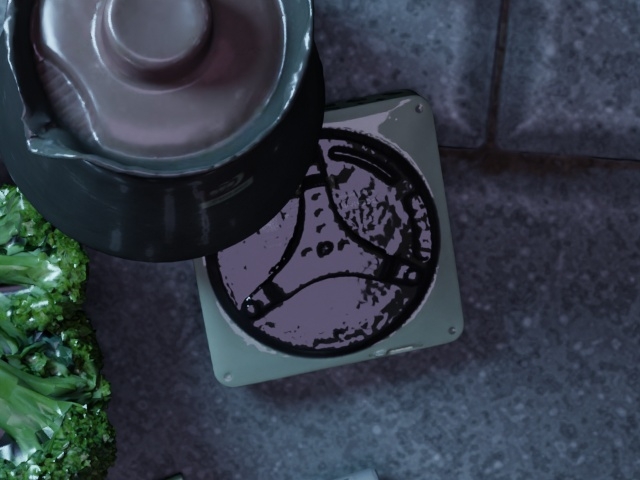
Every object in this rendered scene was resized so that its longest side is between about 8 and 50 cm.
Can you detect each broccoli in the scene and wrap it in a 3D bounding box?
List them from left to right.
[{"bbox_3d":[-0.349,0.158,1.523,0.413,0.310,0.321,-44,93,-10],"label":"broccoli"}]

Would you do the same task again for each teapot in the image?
[{"bbox_3d":[-0.108,-0.167,1.408,0.376,0.362,0.305,-43,91,-8],"label":"teapot"}]

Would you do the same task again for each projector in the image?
[{"bbox_3d":[0.000,0.000,1.646,0.257,0.079,0.259,-12,105,-6],"label":"projector"}]

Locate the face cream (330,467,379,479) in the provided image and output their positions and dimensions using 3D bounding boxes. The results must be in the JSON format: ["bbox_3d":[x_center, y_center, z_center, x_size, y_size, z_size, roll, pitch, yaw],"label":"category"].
[{"bbox_3d":[-0.059,0.311,1.728,0.269,0.082,0.082,-17,106,0],"label":"face cream"}]

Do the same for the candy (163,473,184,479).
[{"bbox_3d":[-0.264,0.292,1.719,0.262,0.077,0.073,-19,85,-9],"label":"candy"}]
